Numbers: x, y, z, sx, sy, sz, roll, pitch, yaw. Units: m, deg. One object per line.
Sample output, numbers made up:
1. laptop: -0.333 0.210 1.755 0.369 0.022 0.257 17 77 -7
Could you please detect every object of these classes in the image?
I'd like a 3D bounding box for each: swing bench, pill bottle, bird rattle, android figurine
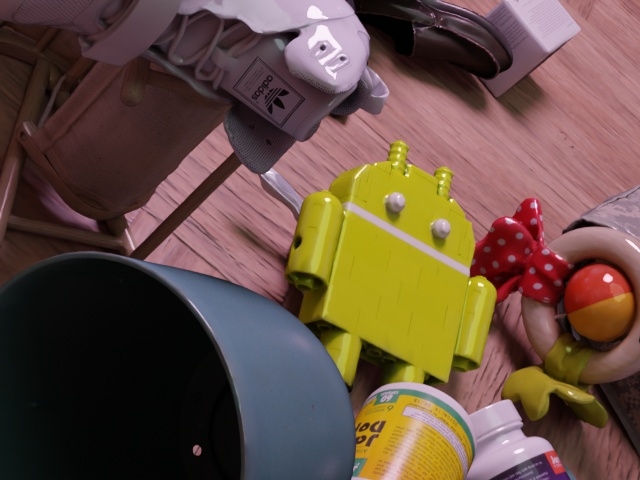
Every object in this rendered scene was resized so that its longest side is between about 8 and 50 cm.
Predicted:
1. swing bench: -0.180 -0.144 1.512 0.165 0.253 0.254 13 52 -35
2. pill bottle: 0.058 0.233 1.533 0.117 0.117 0.208 42 41 -8
3. bird rattle: 0.271 0.068 1.801 0.143 0.207 0.253 19 55 -55
4. android figurine: 0.072 0.035 1.684 0.248 0.056 0.272 30 63 -29
5. pill bottle: 0.194 0.256 1.642 0.108 0.108 0.193 -12 68 -46

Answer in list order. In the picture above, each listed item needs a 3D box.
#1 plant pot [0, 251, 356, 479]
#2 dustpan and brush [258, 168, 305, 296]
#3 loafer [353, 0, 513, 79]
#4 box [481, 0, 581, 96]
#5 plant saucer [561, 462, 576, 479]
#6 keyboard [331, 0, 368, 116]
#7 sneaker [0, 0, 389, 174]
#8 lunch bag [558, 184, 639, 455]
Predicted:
1. plant pot: -0.110 0.158 1.331 0.235 0.293 0.293 4 56 -57
2. dustpan and brush: 0.000 0.000 1.706 0.211 0.060 0.147 39 41 -12
3. loafer: 0.121 -0.240 2.002 0.220 0.080 0.078 26 66 -10
4. box: 0.240 -0.247 2.080 0.087 0.101 0.102 51 40 2
5. plant saucer: 0.230 0.260 1.738 0.119 0.021 0.119 24 46 -27
6. keyboard: -0.005 -0.272 1.792 0.201 0.033 0.317 -66 147 -48
7. sneaker: -0.094 -0.165 1.303 0.366 0.137 0.210 -13 66 -49
8. lunch bag: 0.398 0.070 1.923 0.235 0.169 0.287 -23 80 -48
